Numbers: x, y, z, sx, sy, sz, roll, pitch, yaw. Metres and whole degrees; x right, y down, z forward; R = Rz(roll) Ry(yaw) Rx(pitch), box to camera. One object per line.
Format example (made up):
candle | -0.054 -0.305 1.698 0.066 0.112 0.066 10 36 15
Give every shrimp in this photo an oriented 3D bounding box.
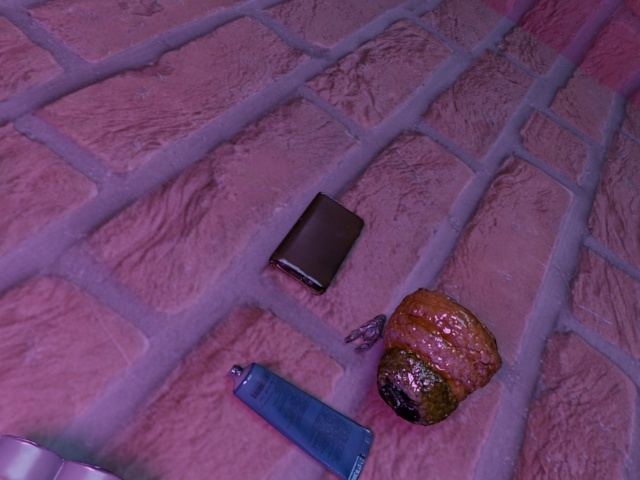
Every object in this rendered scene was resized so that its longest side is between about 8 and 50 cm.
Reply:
shrimp | 0.078 0.151 0.860 0.092 0.029 0.038 -26 76 -33

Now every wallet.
wallet | 0.000 0.000 0.939 0.110 0.031 0.198 33 46 0

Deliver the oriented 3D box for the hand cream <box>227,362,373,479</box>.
hand cream | -0.029 0.237 0.731 0.224 0.048 0.083 36 47 -4

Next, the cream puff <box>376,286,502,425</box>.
cream puff | 0.149 0.185 0.780 0.183 0.183 0.169 41 67 9

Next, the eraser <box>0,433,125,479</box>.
eraser | -0.307 0.338 0.473 0.171 0.087 0.290 26 47 -7
